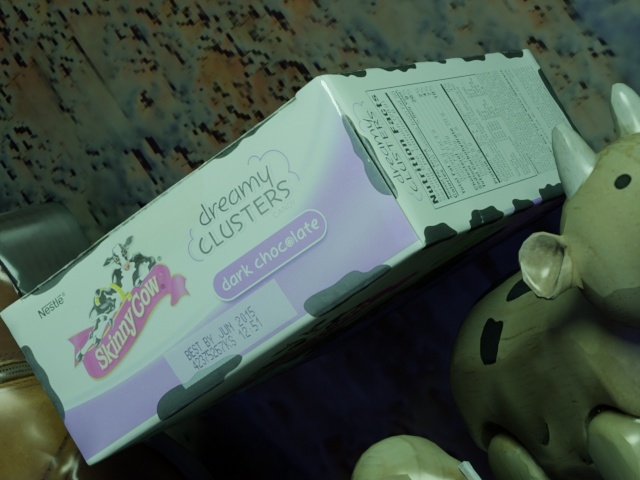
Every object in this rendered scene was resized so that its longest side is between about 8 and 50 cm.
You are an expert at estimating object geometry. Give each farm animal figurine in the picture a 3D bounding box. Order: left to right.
[{"bbox_3d":[0.145,0.023,0.599,0.172,0.330,0.327,59,145,4],"label":"farm animal figurine"}]

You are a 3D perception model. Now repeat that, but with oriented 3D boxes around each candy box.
[{"bbox_3d":[0.000,0.000,0.673,0.165,0.196,0.070,-34,83,28],"label":"candy box"}]

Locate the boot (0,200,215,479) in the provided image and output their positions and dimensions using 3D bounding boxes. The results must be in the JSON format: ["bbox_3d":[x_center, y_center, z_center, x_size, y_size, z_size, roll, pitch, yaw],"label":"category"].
[{"bbox_3d":[-0.189,0.137,0.743,0.264,0.280,0.096,65,153,3],"label":"boot"}]
